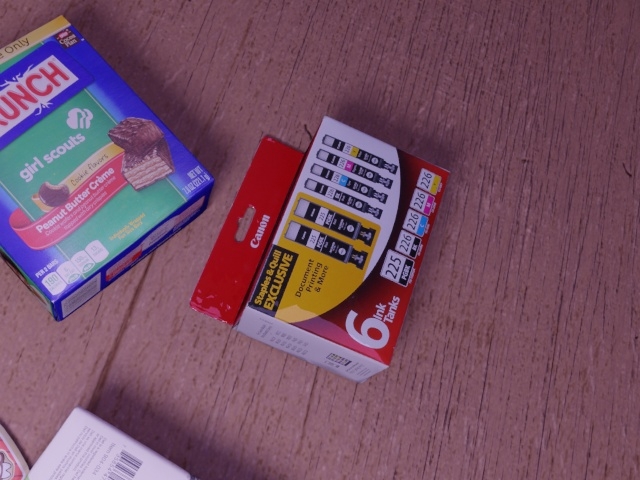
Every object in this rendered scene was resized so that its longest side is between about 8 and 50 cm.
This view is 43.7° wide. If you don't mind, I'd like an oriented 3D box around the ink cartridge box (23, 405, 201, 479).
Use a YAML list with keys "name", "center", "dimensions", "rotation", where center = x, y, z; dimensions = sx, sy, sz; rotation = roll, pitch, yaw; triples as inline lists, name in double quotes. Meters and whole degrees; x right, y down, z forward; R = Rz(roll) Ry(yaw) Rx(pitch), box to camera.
- name: "ink cartridge box"
  center: [-0.224, 0.352, 0.925]
  dimensions: [0.273, 0.115, 0.198]
  rotation: [33, 65, -2]

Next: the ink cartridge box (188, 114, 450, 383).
- name: "ink cartridge box"
  center: [0.000, 0.000, 1.118]
  dimensions: [0.272, 0.130, 0.309]
  rotation: [23, 66, -6]

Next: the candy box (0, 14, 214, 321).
- name: "candy box"
  center: [-0.345, -0.101, 1.056]
  dimensions: [0.317, 0.122, 0.268]
  rotation: [46, 65, 5]

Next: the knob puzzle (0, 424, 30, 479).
- name: "knob puzzle"
  center: [-0.443, 0.279, 0.934]
  dimensions: [0.213, 0.030, 0.213]
  rotation: [6, 68, -15]
